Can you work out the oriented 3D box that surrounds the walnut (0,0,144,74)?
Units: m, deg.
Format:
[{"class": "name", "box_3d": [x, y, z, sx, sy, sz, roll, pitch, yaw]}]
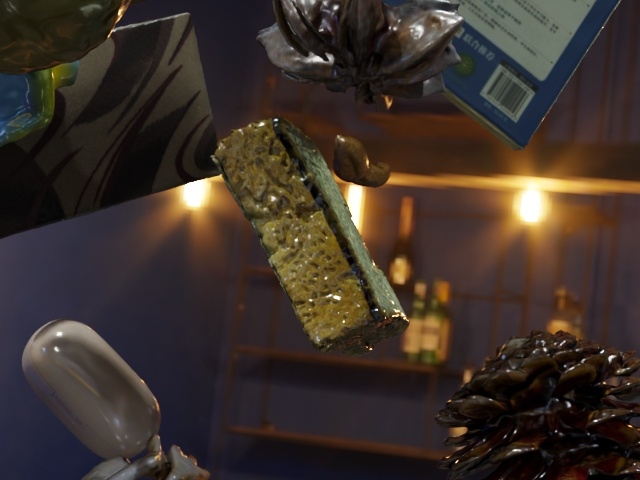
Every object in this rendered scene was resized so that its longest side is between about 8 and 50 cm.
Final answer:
[{"class": "walnut", "box_3d": [-0.210, -0.274, 1.039, 0.253, 0.282, 0.277, -6, -34, -5]}]

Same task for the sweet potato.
[{"class": "sweet potato", "box_3d": [0.033, -0.072, 1.384, 0.044, 0.044, 0.179, 5, -7, 14]}]

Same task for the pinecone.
[{"class": "pinecone", "box_3d": [0.242, 0.233, 1.443, 0.246, 0.292, 0.246, -14, -16, -4]}]

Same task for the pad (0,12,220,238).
[{"class": "pad", "box_3d": [-0.281, -0.147, 1.815, 0.330, 0.220, 0.004, -19, 14, -29]}]

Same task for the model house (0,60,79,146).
[{"class": "model house", "box_3d": [-0.424, -0.213, 1.561, 0.303, 0.237, 0.216, -3, -48, -20]}]

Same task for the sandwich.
[{"class": "sandwich", "box_3d": [-0.001, 0.001, 1.688, 0.095, 0.273, 0.249, -30, -14, 9]}]

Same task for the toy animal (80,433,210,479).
[{"class": "toy animal", "box_3d": [-0.216, 0.245, 1.036, 0.225, 0.302, 0.284, 51, -5, -13]}]

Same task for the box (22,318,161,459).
[{"class": "box", "box_3d": [-0.287, 0.187, 1.817, 0.200, 0.088, 0.146, 46, -34, -1]}]

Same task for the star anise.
[{"class": "star anise", "box_3d": [0.039, -0.189, 1.388, 0.229, 0.093, 0.236, 8, -15, 22]}]

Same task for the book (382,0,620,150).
[{"class": "book", "box_3d": [0.268, -0.377, 1.964, 0.300, 0.428, 0.039, 37, -13, -11]}]
